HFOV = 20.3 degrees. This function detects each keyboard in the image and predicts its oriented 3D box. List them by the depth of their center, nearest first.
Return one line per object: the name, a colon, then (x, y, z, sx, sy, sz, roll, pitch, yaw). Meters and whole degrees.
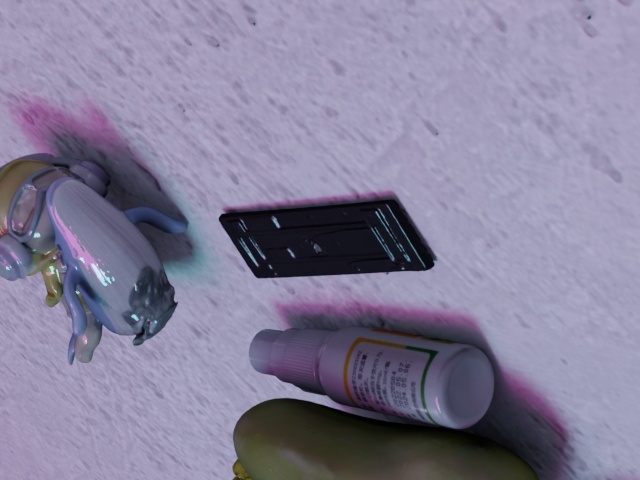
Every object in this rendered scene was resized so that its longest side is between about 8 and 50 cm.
keyboard: (0.000, 0.000, 1.299, 0.204, 0.013, 0.061, -4, 126, 52)

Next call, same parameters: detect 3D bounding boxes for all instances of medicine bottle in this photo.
medicine bottle: (0.040, 0.103, 1.342, 0.220, 0.061, 0.092, 7, 153, 47)

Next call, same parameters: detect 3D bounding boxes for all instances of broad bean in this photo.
broad bean: (0.052, 0.178, 1.337, 0.263, 0.121, 0.189, 24, -176, 37)

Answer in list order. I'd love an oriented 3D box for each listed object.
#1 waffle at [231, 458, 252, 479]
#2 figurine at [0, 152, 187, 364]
waffle: (0.024, 0.295, 1.607, 0.245, 0.052, 0.254, 14, 139, 38)
figurine: (-0.193, 0.015, 1.442, 0.183, 0.128, 0.208, 34, 154, 20)
